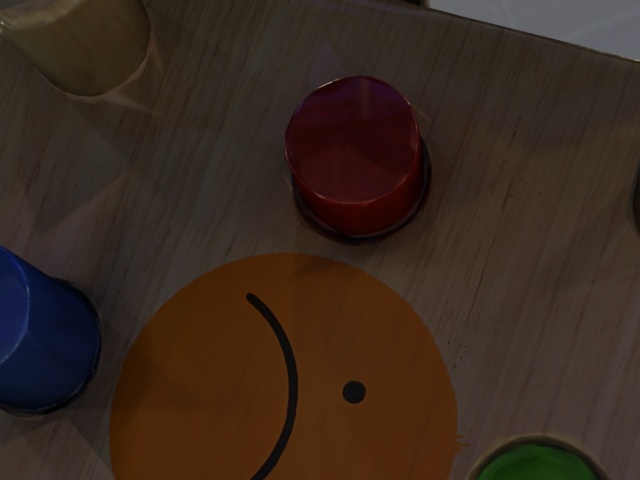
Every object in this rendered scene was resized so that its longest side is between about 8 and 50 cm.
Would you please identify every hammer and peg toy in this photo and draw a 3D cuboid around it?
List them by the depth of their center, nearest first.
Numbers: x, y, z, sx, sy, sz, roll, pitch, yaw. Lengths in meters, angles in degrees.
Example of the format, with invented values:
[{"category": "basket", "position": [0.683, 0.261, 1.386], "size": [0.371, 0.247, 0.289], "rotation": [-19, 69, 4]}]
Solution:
[{"category": "hammer and peg toy", "position": [0.000, 0.000, 0.378], "size": [0.266, 0.127, 0.361], "rotation": [16, -101, 13]}]

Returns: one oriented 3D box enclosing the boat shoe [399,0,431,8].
[{"category": "boat shoe", "position": [0.056, -0.268, 1.249], "size": [0.109, 0.098, 0.302], "rotation": [-9, -86, -30]}]
